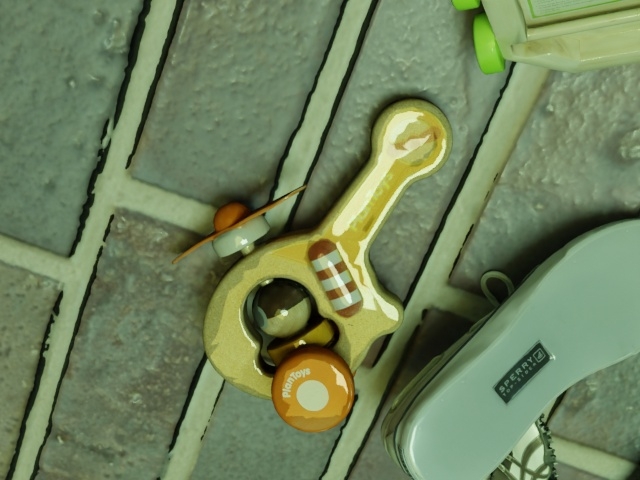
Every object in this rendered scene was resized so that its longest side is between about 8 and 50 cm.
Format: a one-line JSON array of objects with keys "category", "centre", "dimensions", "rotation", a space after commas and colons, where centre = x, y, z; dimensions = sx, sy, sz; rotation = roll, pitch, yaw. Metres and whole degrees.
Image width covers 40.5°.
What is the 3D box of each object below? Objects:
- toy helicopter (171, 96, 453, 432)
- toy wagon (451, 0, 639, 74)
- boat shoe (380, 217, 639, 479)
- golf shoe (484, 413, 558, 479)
[{"category": "toy helicopter", "centre": [0.000, 0.000, 0.888], "dimensions": [0.235, 0.140, 0.355], "rotation": [34, 100, -1]}, {"category": "toy wagon", "centre": [0.232, -0.224, 0.659], "dimensions": [0.267, 0.344, 0.068], "rotation": [-7, 72, 20]}, {"category": "boat shoe", "centre": [0.207, 0.108, 0.899], "dimensions": [0.367, 0.156, 0.136], "rotation": [-41, 101, -12]}, {"category": "golf shoe", "centre": [0.220, 0.250, 0.984], "dimensions": [0.093, 0.077, 0.198], "rotation": [-12, 110, 9]}]
